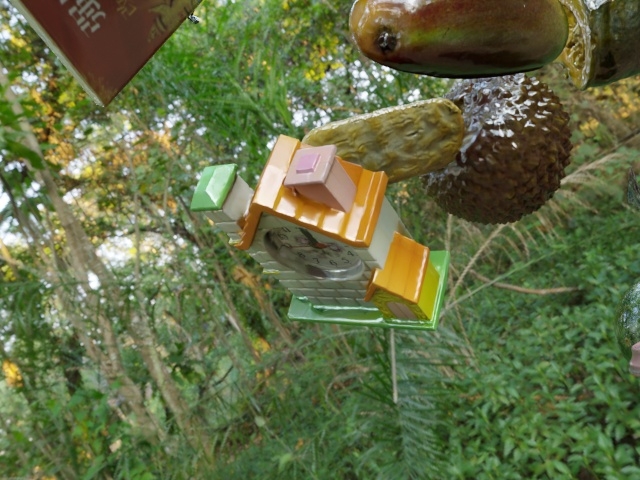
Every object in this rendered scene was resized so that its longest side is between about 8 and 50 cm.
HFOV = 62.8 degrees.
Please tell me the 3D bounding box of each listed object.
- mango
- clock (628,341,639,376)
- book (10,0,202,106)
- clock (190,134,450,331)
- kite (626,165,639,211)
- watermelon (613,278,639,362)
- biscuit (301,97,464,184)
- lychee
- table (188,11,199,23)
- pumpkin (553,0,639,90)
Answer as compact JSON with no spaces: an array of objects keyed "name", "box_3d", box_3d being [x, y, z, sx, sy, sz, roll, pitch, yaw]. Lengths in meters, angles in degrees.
[{"name":"mango","box_3d":[0.142,-0.219,0.508,0.267,0.133,0.111,-10,-46,-30]},{"name":"clock","box_3d":[0.550,0.143,0.712,0.244,0.056,0.244,-15,-14,-4]},{"name":"book","box_3d":[-0.178,-0.358,0.515,0.374,0.028,0.263,-60,-31,-22]},{"name":"clock","box_3d":[0.000,0.000,0.612,0.219,0.255,0.106,-2,57,34]},{"name":"kite","box_3d":[0.526,-0.051,0.861,0.011,0.157,0.139,-18,19,20]},{"name":"watermelon","box_3d":[0.704,0.167,1.014,0.242,0.242,0.242,-34,-4,-3]},{"name":"biscuit","box_3d":[0.087,-0.128,0.740,0.246,0.029,0.119,-15,-48,-3]},{"name":"lychee","box_3d":[0.298,-0.147,0.892,0.267,0.268,0.267,-34,-4,-3]},{"name":"table","box_3d":[-0.339,-0.657,1.020,0.335,0.272,0.222,-62,-18,19]},{"name":"pumpkin","box_3d":[0.484,-0.404,0.848,0.232,0.242,0.325,-18,37,13]}]
